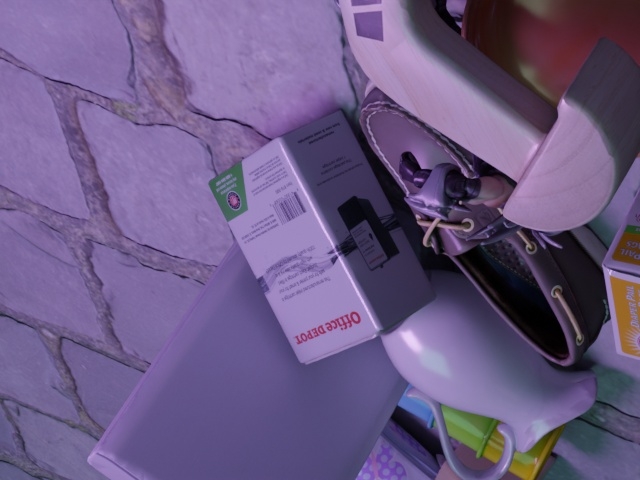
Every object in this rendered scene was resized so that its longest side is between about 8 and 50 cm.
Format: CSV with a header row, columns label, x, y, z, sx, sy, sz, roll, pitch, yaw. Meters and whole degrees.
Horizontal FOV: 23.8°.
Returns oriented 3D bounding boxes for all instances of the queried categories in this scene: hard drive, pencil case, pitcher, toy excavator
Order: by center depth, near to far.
label,x,y,z,sx,sy,sz,roll,pitch,yaw
toy excavator,0.012,-0.237,1.033,0.432,0.222,0.445,14,137,25
hard drive,-0.044,0.145,1.535,0.233,0.353,0.047,37,148,-7
pitcher,0.148,0.141,1.546,0.207,0.178,0.125,37,-167,-13
pencil case,0.049,0.247,1.824,0.273,0.113,0.124,41,149,-13

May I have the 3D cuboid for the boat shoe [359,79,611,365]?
label,x,y,z,sx,sy,sz,roll,pitch,yaw
boat shoe,0.148,-0.019,1.385,0.324,0.097,0.116,45,147,-20

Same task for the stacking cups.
label,x,y,z,sx,sy,sz,roll,pitch,yaw
stacking cups,0.114,0.156,1.677,0.316,0.096,0.096,28,149,15

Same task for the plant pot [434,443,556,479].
label,x,y,z,sx,sy,sz,roll,pitch,yaw
plant pot,0.192,0.278,1.759,0.096,0.109,0.109,39,151,15

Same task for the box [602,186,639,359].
label,x,y,z,sx,sy,sz,roll,pitch,yaw
box,0.303,-0.008,1.160,0.103,0.203,0.114,14,144,28

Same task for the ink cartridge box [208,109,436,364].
label,x,y,z,sx,sy,sz,roll,pitch,yaw
ink cartridge box,0.000,0.000,1.480,0.153,0.087,0.208,-26,91,54

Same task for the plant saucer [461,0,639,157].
label,x,y,z,sx,sy,sz,roll,pitch,yaw
plant saucer,0.205,-0.154,1.131,0.199,0.037,0.200,3,117,7

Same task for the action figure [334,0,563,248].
label,x,y,z,sx,sy,sz,roll,pitch,yaw
action figure,0.119,-0.113,1.217,0.099,0.185,0.285,-27,99,45
